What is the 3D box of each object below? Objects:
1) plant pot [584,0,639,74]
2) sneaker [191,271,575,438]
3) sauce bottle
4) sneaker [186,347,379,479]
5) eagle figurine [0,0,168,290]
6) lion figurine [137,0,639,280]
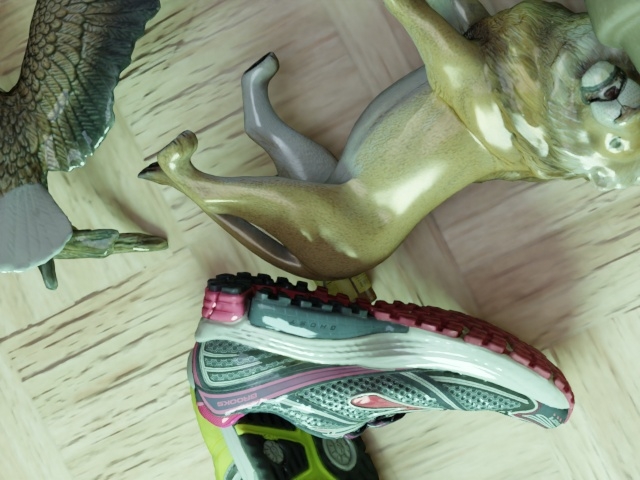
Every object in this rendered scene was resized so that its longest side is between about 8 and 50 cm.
[{"bbox_3d":[0.322,-0.114,1.175,0.263,0.263,0.229,-19,83,19],"label":"plant pot"},{"bbox_3d":[0.048,0.103,1.392,0.299,0.121,0.112,11,98,-7],"label":"sneaker"},{"bbox_3d":[0.000,0.000,1.457,0.042,0.042,0.128,-27,91,20],"label":"sauce bottle"},{"bbox_3d":[-0.019,0.257,1.465,0.147,0.145,0.384,-32,83,36],"label":"sneaker"},{"bbox_3d":[-0.251,-0.122,1.433,0.225,0.226,0.298,12,110,35],"label":"eagle figurine"},{"bbox_3d":[0.069,-0.071,1.371,0.392,0.142,0.240,-33,102,25],"label":"lion figurine"}]
